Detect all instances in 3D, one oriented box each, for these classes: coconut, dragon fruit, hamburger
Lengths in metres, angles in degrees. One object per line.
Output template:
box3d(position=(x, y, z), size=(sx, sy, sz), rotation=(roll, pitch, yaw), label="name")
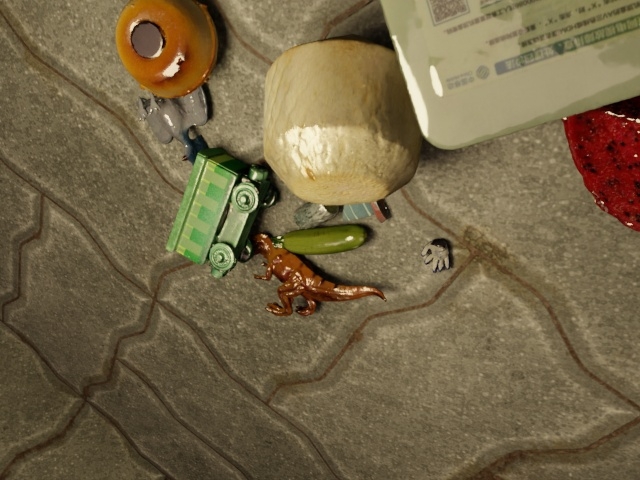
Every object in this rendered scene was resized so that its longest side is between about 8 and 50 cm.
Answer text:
box3d(position=(0.048, -0.230, 1.046), size=(0.328, 0.329, 0.329), rotation=(17, 129, 23), label="coconut")
box3d(position=(0.543, -0.118, 0.892), size=(0.317, 0.152, 0.205), rotation=(35, 148, 41), label="dragon fruit")
box3d(position=(-0.318, -0.413, 1.224), size=(0.237, 0.147, 0.237), rotation=(5, 108, 17), label="hamburger")

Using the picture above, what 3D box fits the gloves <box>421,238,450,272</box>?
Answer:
box3d(position=(0.249, 0.033, 1.266), size=(0.064, 0.026, 0.086), rotation=(12, 131, 28), label="gloves")

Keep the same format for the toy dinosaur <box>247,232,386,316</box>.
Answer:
box3d(position=(-0.040, 0.118, 1.467), size=(0.432, 0.097, 0.208), rotation=(24, 124, 18), label="toy dinosaur")

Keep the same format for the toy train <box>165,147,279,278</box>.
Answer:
box3d(position=(-0.235, -0.063, 1.403), size=(0.202, 0.120, 0.301), rotation=(28, 111, 11), label="toy train")

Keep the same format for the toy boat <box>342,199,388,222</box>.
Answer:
box3d(position=(0.083, -0.073, 1.293), size=(0.122, 0.034, 0.096), rotation=(-13, 107, 40), label="toy boat")

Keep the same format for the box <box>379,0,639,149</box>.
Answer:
box3d(position=(0.289, -0.359, 0.831), size=(0.396, 0.111, 0.397), rotation=(-13, 102, 26), label="box")

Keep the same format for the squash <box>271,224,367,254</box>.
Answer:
box3d(position=(0.000, 0.000, 1.375), size=(0.252, 0.066, 0.066), rotation=(-4, 118, 33), label="squash")

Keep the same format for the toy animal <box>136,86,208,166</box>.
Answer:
box3d(position=(-0.349, -0.299, 1.388), size=(0.239, 0.176, 0.255), rotation=(-11, 80, 34), label="toy animal")

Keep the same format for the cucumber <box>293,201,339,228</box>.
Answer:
box3d(position=(-0.011, -0.063, 1.341), size=(0.112, 0.064, 0.064), rotation=(-28, 103, 44), label="cucumber")
